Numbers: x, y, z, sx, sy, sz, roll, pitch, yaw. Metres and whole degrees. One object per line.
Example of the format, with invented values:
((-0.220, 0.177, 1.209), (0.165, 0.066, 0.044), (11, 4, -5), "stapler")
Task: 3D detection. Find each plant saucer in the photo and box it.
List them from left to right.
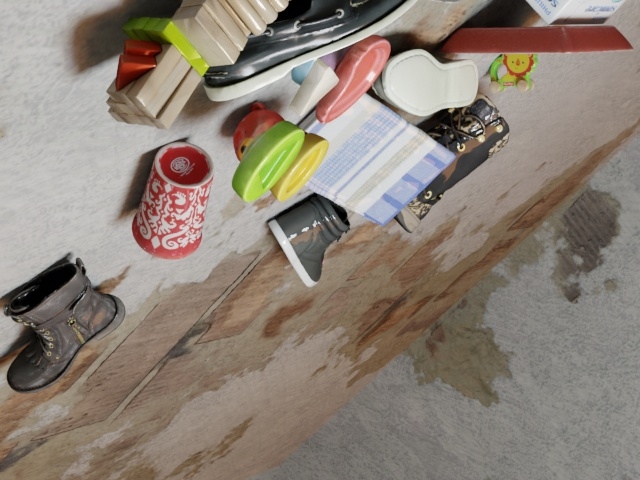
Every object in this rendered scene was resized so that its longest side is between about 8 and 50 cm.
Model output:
((0.381, -0.354, 2.126), (0.258, 0.259, 0.048), (-13, 106, -51), "plant saucer")

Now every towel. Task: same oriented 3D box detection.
((0.074, -0.145, 2.103), (0.285, 0.034, 0.209), (28, 120, -35), "towel")

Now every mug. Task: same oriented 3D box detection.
((-0.224, -0.078, 1.870), (0.113, 0.150, 0.169), (8, 143, -11), "mug")

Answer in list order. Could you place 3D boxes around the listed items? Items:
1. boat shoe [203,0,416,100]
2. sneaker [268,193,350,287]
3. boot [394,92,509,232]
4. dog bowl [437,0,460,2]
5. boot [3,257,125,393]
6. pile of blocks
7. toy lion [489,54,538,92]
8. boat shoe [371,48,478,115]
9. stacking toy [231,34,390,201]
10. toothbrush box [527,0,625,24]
((-0.019, -0.311, 1.614), (0.340, 0.127, 0.113), (-26, 117, -5), "boat shoe")
((0.000, 0.000, 2.426), (0.147, 0.105, 0.296), (-31, 158, 0), "sneaker")
((0.219, -0.179, 2.336), (0.284, 0.138, 0.377), (-40, 155, -2), "boot")
((0.219, -0.458, 1.527), (0.348, 0.102, 0.349), (-14, 151, -8), "dog bowl")
((-0.459, 0.137, 1.995), (0.263, 0.091, 0.229), (-40, 157, 1), "boot")
((-0.139, -0.293, 1.466), (0.362, 0.149, 0.113), (-42, 130, -2), "pile of blocks")
((0.371, -0.334, 2.323), (0.100, 0.096, 0.034), (2, -170, 39), "toy lion")
((0.163, -0.269, 2.050), (0.305, 0.091, 0.109), (-10, 106, -56), "boat shoe")
((-0.052, -0.203, 1.772), (0.309, 0.130, 0.279), (-55, 168, 22), "stacking toy")
((0.489, -0.505, 2.020), (0.216, 0.126, 0.295), (-14, 152, -50), "toothbrush box")
